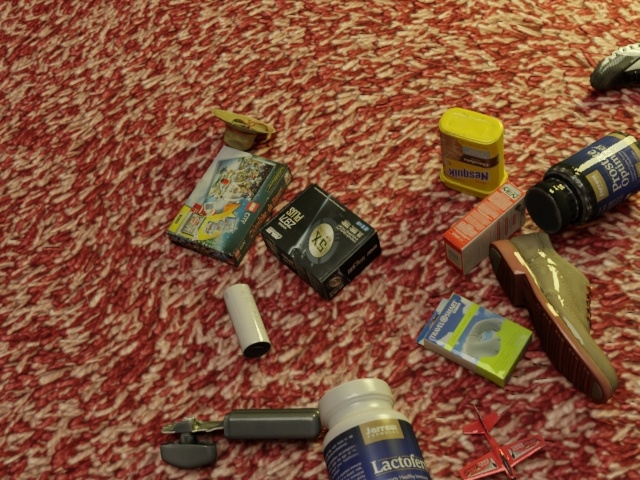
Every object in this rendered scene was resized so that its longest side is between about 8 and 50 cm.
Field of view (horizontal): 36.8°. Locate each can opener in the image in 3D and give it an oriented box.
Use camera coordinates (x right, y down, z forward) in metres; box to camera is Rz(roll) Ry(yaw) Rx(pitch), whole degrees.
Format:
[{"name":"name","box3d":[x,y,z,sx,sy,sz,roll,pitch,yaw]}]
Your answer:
[{"name":"can opener","box3d":[-0.136,0.339,1.646,0.283,0.076,0.095,-2,89,9]}]

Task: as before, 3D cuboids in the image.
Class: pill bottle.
[{"name":"pill bottle","box3d":[0.483,-0.101,1.743,0.219,0.123,0.123,-29,56,-21]},{"name":"pill bottle","box3d":[0.089,0.362,1.520,0.153,0.153,0.264,-19,56,-1]}]

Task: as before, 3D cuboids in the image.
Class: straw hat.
[{"name":"straw hat","box3d":[-0.167,-0.221,2.003,0.144,0.144,0.061,28,108,26]}]

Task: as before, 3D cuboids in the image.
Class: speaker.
[{"name":"speaker","box3d":[-0.135,0.147,1.766,0.055,0.055,0.136,-22,56,-3]}]

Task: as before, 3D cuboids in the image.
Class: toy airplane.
[{"name":"toy airplane","box3d":[0.284,0.338,1.572,0.151,0.028,0.151,-5,56,7]}]

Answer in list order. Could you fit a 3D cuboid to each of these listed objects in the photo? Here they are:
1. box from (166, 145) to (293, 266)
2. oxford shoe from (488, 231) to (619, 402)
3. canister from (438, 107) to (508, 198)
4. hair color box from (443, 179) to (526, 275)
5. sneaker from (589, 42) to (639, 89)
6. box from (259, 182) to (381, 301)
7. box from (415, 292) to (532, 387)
[{"name":"box","box3d":[-0.180,-0.072,1.925,0.159,0.044,0.233,20,63,22]},{"name":"oxford shoe","box3d":[0.422,0.113,1.639,0.130,0.123,0.348,-21,57,-9]},{"name":"canister","box3d":[0.286,-0.164,1.815,0.126,0.170,0.073,20,63,23]},{"name":"hair color box","box3d":[0.303,-0.023,1.766,0.167,0.093,0.053,-38,58,-15]},{"name":"sneaker","box3d":[0.656,-0.344,1.914,0.234,0.078,0.106,-21,53,-5]},{"name":"box","box3d":[0.000,0.000,1.822,0.147,0.077,0.180,-41,59,-15]},{"name":"box","box3d":[0.266,0.168,1.679,0.178,0.042,0.109,26,65,24]}]
